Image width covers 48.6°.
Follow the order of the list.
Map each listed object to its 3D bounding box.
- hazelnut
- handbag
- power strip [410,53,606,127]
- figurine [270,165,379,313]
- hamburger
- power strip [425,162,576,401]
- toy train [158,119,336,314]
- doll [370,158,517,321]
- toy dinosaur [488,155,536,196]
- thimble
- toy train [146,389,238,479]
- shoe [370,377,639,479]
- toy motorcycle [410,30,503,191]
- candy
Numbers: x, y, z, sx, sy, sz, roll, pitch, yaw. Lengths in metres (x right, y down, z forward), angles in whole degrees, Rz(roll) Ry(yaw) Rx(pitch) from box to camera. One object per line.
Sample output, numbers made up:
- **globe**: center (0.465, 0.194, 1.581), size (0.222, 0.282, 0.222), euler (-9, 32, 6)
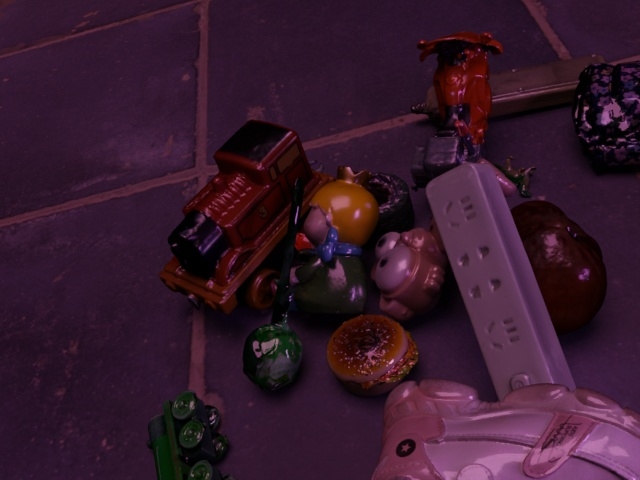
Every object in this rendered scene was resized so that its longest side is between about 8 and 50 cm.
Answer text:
- **hazelnut**: center (0.318, 0.035, 1.031), size (0.177, 0.178, 0.204), euler (-5, 43, 14)
- **handbag**: center (0.546, -0.228, 1.232), size (0.207, 0.127, 0.229), euler (4, 59, 19)
- **power strip**: center (0.371, -0.289, 1.397), size (0.387, 0.066, 0.092), euler (-9, 47, 8)
- **figurine**: center (0.007, 0.000, 1.141), size (0.127, 0.235, 0.185), euler (-1, -2, -44)
- **hamburger**: center (0.075, 0.167, 1.047), size (0.126, 0.082, 0.141), euler (-37, 46, -17)
- **power strip**: center (0.243, 0.084, 0.946), size (0.091, 0.062, 0.386), euler (-27, 74, 39)
- **toy train**: center (-0.117, -0.048, 1.212), size (0.163, 0.232, 0.369), euler (18, 55, 35)
- **doll**: center (0.181, -0.004, 1.094), size (0.278, 0.119, 0.154), euler (-53, 22, 7)
- **toy dinosaur**: center (0.337, -0.119, 1.272), size (0.119, 0.029, 0.060), euler (32, 76, 39)
- **thimble**: center (0.094, -0.057, 1.247), size (0.135, 0.090, 0.119), euler (4, 51, 22)
- **toy train**: center (-0.187, 0.326, 0.993), size (0.119, 0.085, 0.251), euler (-35, 41, 7)
- **shoe**: center (0.215, 0.290, 0.816), size (0.350, 0.172, 0.198), euler (-3, 36, 32)
- **toy motorcycle**: center (0.240, -0.232, 1.234), size (0.147, 0.221, 0.326), euler (1, 65, 29)
- **candy**: center (-0.054, 0.066, 1.071), size (0.097, 0.097, 0.324), euler (12, 95, 28)
